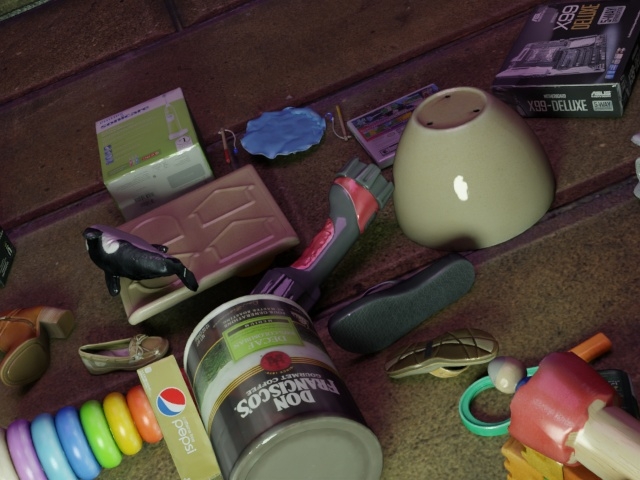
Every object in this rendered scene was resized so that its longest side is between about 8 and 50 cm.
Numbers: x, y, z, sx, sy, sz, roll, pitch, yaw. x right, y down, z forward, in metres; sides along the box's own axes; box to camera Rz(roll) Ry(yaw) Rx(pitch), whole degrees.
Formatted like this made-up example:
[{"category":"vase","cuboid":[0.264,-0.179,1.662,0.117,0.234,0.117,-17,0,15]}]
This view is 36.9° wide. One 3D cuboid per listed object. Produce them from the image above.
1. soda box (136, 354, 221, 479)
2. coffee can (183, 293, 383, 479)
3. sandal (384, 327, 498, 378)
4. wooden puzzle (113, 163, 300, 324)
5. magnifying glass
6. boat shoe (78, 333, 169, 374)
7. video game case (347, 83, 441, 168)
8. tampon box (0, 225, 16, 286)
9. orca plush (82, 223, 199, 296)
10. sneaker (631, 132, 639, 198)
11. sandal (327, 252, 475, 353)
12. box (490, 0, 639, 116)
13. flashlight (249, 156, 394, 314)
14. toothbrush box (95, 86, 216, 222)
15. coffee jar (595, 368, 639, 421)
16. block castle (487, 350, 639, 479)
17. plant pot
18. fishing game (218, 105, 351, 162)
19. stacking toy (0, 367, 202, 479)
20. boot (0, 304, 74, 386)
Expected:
[{"category":"soda box","cuboid":[-0.198,0.259,1.356,0.058,0.061,0.181,-23,74,-12]},{"category":"coffee can","cuboid":[-0.059,0.229,1.290,0.201,0.202,0.275,-26,36,-6]},{"category":"sandal","cuboid":[0.177,0.172,1.379,0.180,0.049,0.072,-18,28,30]},{"category":"wooden puzzle","cuboid":[-0.221,0.012,1.757,0.322,0.081,0.348,-26,32,-6]},{"category":"magnifying glass","cuboid":[0.294,0.192,1.309,0.230,0.026,0.092,-27,37,-8]},{"category":"boat shoe","cuboid":[-0.330,0.185,1.609,0.152,0.048,0.056,-11,38,15]},{"category":"video game case","cuboid":[0.174,-0.229,1.897,0.201,0.023,0.183,-25,37,-5]},{"category":"tampon box","cuboid":[-0.704,0.010,1.921,0.101,0.161,0.120,-15,36,9]},{"category":"orca plush","cuboid":[-0.319,0.051,1.636,0.287,0.151,0.102,18,94,33]},{"category":"sneaker","cuboid":[0.580,-0.183,1.540,0.210,0.137,0.366,-18,40,0]},{"category":"sandal","cuboid":[0.120,0.095,1.468,0.254,0.097,0.054,-23,36,-20]},{"category":"box","cuboid":[0.493,-0.355,1.853,0.242,0.077,0.307,5,44,32]},{"category":"flashlight","cuboid":[0.000,0.000,1.597,0.304,0.103,0.103,-50,27,-19]},{"category":"toothbrush box","cuboid":[-0.349,-0.182,2.020,0.206,0.122,0.283,-24,37,-2]},{"category":"coffee jar","cuboid":[0.351,0.247,1.164,0.096,0.079,0.184,-10,37,10]},{"category":"block castle","cuboid":[0.176,0.327,0.845,0.303,0.453,0.212,-38,47,-19]},{"category":"plant pot","cuboid":[0.242,-0.147,1.623,0.284,0.191,0.284,-13,37,10]},{"category":"fishing game","cuboid":[-0.077,-0.221,2.003,0.263,0.041,0.189,-13,38,-4]},{"category":"stacking toy","cuboid":[-0.320,0.280,1.425,0.330,0.141,0.141,-24,36,-10]},{"category":"boot","cuboid":[-0.546,0.186,1.701,0.152,0.073,0.197,0,29,25]}]
